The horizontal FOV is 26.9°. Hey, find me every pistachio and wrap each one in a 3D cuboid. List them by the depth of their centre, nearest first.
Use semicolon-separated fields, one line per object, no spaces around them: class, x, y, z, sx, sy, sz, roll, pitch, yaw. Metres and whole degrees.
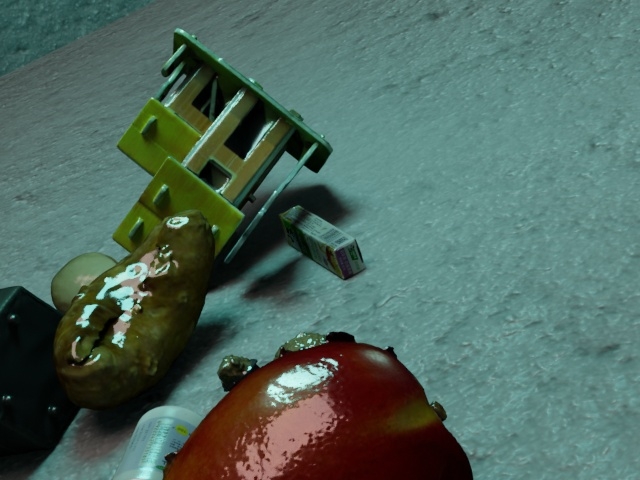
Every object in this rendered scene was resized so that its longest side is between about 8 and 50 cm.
pistachio;-0.337;0.086;2.040;0.185;0.108;0.126;24;91;41

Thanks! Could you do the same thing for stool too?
stool;-0.437;0.182;1.837;0.141;0.232;0.232;-11;29;24

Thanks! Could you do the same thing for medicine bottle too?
medicine bottle;-0.188;0.284;1.544;0.103;0.103;0.187;-15;27;20

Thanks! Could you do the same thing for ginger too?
ginger;-0.256;0.103;1.861;0.165;0.172;0.321;26;60;8

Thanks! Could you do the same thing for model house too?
model house;-0.187;-0.109;2.009;0.323;0.300;0.340;-53;1;-9

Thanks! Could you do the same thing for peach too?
peach;-0.008;0.258;1.247;0.361;0.258;0.201;-32;20;-20

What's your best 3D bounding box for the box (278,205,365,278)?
box;0.000;0.000;1.974;0.041;0.050;0.207;-28;25;-16

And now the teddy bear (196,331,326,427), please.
teddy bear;-0.057;0.209;1.555;0.251;0.182;0.129;-48;-3;-37
